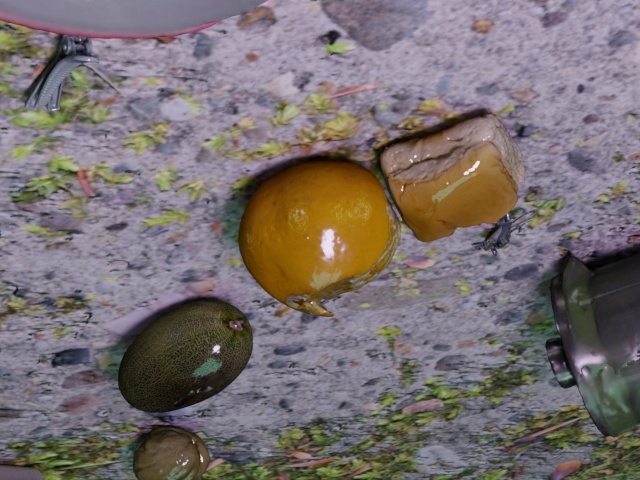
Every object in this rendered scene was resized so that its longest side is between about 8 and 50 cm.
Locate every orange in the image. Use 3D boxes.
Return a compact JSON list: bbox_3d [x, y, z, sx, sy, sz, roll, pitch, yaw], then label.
[{"bbox_3d":[0.000,0.000,1.747,0.156,0.134,0.156,1,154,1],"label":"orange"}]

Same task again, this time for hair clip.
[{"bbox_3d":[-0.205,-0.132,1.523,0.030,0.039,0.115,8,148,-24],"label":"hair clip"}]

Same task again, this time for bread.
[{"bbox_3d":[0.122,-0.054,1.746,0.125,0.082,0.106,-18,158,15],"label":"bread"}]

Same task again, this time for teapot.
[{"bbox_3d":[0.412,0.104,1.991,0.337,0.200,0.270,-19,107,16],"label":"teapot"}]

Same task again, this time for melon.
[{"bbox_3d":[-0.139,0.120,1.940,0.162,0.099,0.099,-32,146,30],"label":"melon"}]

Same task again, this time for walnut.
[{"bbox_3d":[-0.171,0.252,2.183,0.092,0.092,0.092,-10,151,-5],"label":"walnut"}]

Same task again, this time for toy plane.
[{"bbox_3d":[0.180,-0.006,1.916,0.078,0.024,0.084,-22,156,-23],"label":"toy plane"}]

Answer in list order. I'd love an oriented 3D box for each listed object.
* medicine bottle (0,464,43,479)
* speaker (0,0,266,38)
[{"bbox_3d":[-0.423,0.274,2.139,0.231,0.059,0.059,11,143,-36],"label":"medicine bottle"},{"bbox_3d":[-0.124,-0.244,1.119,0.294,0.294,0.294,-10,151,-5],"label":"speaker"}]
